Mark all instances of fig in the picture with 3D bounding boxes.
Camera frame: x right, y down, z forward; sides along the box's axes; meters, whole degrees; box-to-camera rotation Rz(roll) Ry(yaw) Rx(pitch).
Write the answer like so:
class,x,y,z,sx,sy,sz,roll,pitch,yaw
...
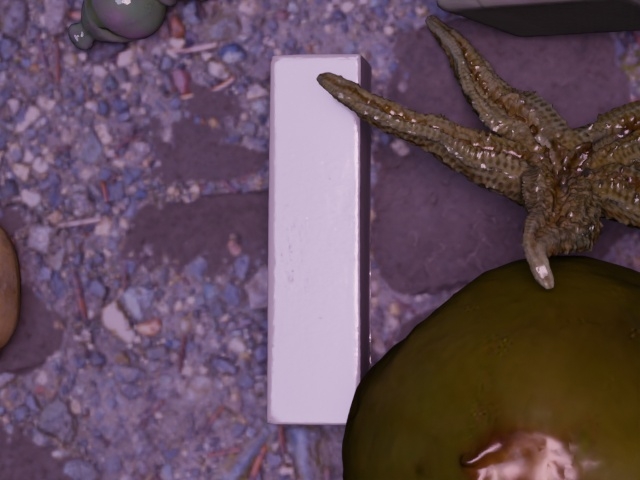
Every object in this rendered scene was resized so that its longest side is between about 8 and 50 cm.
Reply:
class,x,y,z,sx,sy,sz,roll,pitch,yaw
fig,0.172,0.168,1.149,0.343,0.343,0.343,0,88,9

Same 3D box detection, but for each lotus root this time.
class,x,y,z,sx,sy,sz,roll,pitch,yaw
lotus root,-0.292,0.032,1.363,0.073,0.062,0.150,-7,89,8

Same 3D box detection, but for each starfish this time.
class,x,y,z,sx,sy,sz,roll,pitch,yaw
starfish,0.191,-0.074,1.237,0.347,0.358,0.078,-10,128,-20

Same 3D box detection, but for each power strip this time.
class,x,y,z,sx,sy,sz,roll,pitch,yaw
power strip,0.217,-0.236,1.209,0.224,0.139,0.140,3,87,38

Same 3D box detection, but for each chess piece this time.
class,x,y,z,sx,sy,sz,roll,pitch,yaw
chess piece,-0.102,-0.240,1.324,0.271,0.139,0.139,-35,84,17

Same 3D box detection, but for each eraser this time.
class,x,y,z,sx,sy,sz,roll,pitch,yaw
eraser,0.001,0.000,1.313,0.078,0.076,0.298,0,89,9
